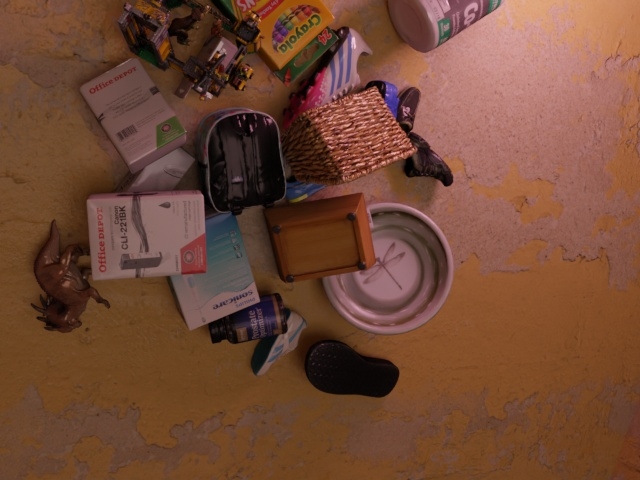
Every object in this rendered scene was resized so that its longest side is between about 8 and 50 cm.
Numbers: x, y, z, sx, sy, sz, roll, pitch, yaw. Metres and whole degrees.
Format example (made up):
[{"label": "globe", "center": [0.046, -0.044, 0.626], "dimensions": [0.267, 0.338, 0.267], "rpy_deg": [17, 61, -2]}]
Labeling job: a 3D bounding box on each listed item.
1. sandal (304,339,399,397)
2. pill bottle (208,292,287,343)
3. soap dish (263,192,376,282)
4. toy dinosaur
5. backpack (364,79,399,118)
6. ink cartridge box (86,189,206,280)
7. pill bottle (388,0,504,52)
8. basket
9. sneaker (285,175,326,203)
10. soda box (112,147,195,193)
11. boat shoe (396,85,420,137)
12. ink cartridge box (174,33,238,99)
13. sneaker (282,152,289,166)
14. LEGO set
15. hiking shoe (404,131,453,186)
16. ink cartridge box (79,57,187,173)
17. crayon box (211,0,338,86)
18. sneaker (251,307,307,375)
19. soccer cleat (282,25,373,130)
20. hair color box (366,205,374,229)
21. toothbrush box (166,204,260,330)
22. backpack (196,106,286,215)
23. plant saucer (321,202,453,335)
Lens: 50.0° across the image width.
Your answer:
[{"label": "sandal", "center": [0.084, 0.418, 2.237], "dimensions": [0.446, 0.107, 0.167], "rpy_deg": [29, 93, -45]}, {"label": "pill bottle", "center": [-0.213, 0.230, 1.980], "dimensions": [0.219, 0.123, 0.123], "rpy_deg": [-11, 114, -9]}, {"label": "soap dish", "center": [0.000, 0.000, 1.958], "dimensions": [0.291, 0.118, 0.229], "rpy_deg": [-10, 114, 5]}, {"label": "toy dinosaur", "center": [-0.655, 0.109, 1.727], "dimensions": [0.200, 0.127, 0.296], "rpy_deg": [-22, 109, -1]}, {"label": "backpack", "center": [0.172, -0.398, 1.975], "dimensions": [0.101, 0.098, 0.120], "rpy_deg": [-4, 103, -48]}, {"label": "ink cartridge box", "center": [-0.420, -0.016, 1.667], "dimensions": [0.273, 0.114, 0.197], "rpy_deg": [-3, 101, -13]}, {"label": "pill bottle", "center": [0.384, -0.696, 1.906], "dimensions": [0.361, 0.204, 0.204], "rpy_deg": [-35, 120, -11]}, {"label": "basket", "center": [0.062, -0.241, 1.850], "dimensions": [0.299, 0.213, 0.223], "rpy_deg": [-27, 83, -35]}, {"label": "sneaker", "center": [-0.018, -0.188, 1.969], "dimensions": [0.209, 0.069, 0.082], "rpy_deg": [-30, 115, -14]}, {"label": "soda box", "center": [-0.450, -0.131, 1.755], "dimensions": [0.098, 0.091, 0.286], "rpy_deg": [37, 89, -33]}, {"label": "boat shoe", "center": [0.245, -0.350, 2.039], "dimensions": [0.080, 0.073, 0.223], "rpy_deg": [24, 97, -32]}, {"label": "ink cartridge box", "center": [-0.285, -0.421, 1.724], "dimensions": [0.061, 0.104, 0.181], "rpy_deg": [31, 93, -31]}, {"label": "sneaker", "center": [-0.113, -0.252, 1.913], "dimensions": [0.069, 0.038, 0.098], "rpy_deg": [-2, 108, -27]}, {"label": "LEGO set", "center": [-0.294, -0.486, 1.559], "dimensions": [0.331, 0.192, 0.255], "rpy_deg": [38, 80, 1]}, {"label": "hiking shoe", "center": [0.317, -0.231, 2.127], "dimensions": [0.114, 0.086, 0.227], "rpy_deg": [-43, 117, 9]}, {"label": "ink cartridge box", "center": [-0.445, -0.298, 1.642], "dimensions": [0.160, 0.092, 0.219], "rpy_deg": [-32, 88, -13]}, {"label": "crayon box", "center": [-0.111, -0.574, 1.726], "dimensions": [0.202, 0.081, 0.318], "rpy_deg": [-45, 107, -6]}, {"label": "sneaker", "center": [-0.127, 0.321, 2.090], "dimensions": [0.092, 0.087, 0.229], "rpy_deg": [32, 94, -34]}, {"label": "soccer cleat", "center": [0.027, -0.419, 1.875], "dimensions": [0.143, 0.116, 0.331], "rpy_deg": [31, 92, -27]}, {"label": "hair color box", "center": [0.083, -0.051, 2.044], "dimensions": [0.141, 0.043, 0.072], "rpy_deg": [-13, 88, 1]}, {"label": "toothbrush box", "center": [-0.314, 0.063, 1.874], "dimensions": [0.216, 0.126, 0.295], "rpy_deg": [-23, 116, -17]}, {"label": "backpack", "center": [-0.212, -0.218, 1.785], "dimensions": [0.225, 0.191, 0.253], "rpy_deg": [-13, 116, -23]}, {"label": "plant saucer", "center": [0.202, 0.087, 2.104], "dimensions": [0.400, 0.100, 0.400], "rpy_deg": [0, 85, 1]}]
